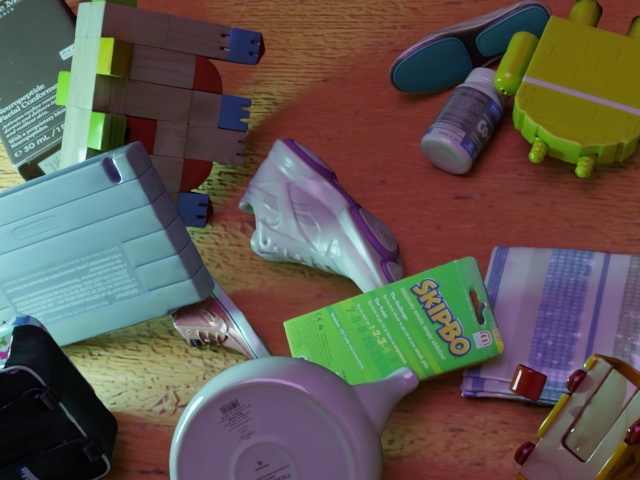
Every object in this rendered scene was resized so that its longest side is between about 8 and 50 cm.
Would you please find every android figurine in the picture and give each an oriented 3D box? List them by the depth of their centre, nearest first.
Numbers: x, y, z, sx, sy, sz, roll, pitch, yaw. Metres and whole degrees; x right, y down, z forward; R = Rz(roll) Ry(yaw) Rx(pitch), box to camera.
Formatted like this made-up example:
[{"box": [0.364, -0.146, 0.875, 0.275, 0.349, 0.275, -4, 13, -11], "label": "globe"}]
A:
[{"box": [0.355, -0.200, 1.504, 0.248, 0.056, 0.273, 18, 62, 13], "label": "android figurine"}]

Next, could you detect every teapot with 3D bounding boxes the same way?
[{"box": [-0.044, 0.245, 1.305, 0.256, 0.187, 0.253, 15, 97, 9], "label": "teapot"}]

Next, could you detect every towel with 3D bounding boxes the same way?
[{"box": [0.318, 0.107, 1.346, 0.285, 0.034, 0.209, 4, 62, 23], "label": "towel"}]

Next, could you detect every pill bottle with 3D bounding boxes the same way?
[{"box": [0.201, -0.165, 1.557, 0.078, 0.078, 0.137, 21, 67, 31], "label": "pill bottle"}]

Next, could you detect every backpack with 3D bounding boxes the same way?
[{"box": [-0.408, 0.231, 1.427, 0.253, 0.225, 0.191, -29, 29, 6], "label": "backpack"}]

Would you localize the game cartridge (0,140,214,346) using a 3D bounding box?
[{"box": [-0.336, 0.024, 1.516, 0.355, 0.230, 0.068, -16, 25, 24], "label": "game cartridge"}]

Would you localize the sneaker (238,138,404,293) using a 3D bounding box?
[{"box": [0.000, 0.000, 1.522, 0.152, 0.114, 0.305, -48, 52, 10], "label": "sneaker"}]

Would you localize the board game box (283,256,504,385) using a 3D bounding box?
[{"box": [0.088, 0.117, 1.377, 0.259, 0.039, 0.124, -22, 74, 22], "label": "board game box"}]

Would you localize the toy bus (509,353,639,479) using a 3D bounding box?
[{"box": [0.295, 0.224, 1.232, 0.202, 0.104, 0.191, -14, 72, 36], "label": "toy bus"}]

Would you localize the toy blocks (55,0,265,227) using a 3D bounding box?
[{"box": [-0.219, -0.169, 1.611, 0.190, 0.261, 0.381, 16, 99, 57], "label": "toy blocks"}]

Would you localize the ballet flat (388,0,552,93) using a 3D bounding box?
[{"box": [0.213, -0.283, 1.646, 0.248, 0.086, 0.086, -20, 52, 5], "label": "ballet flat"}]

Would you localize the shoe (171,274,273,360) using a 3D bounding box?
[{"box": [-0.133, 0.123, 1.498, 0.081, 0.063, 0.178, -38, 47, -6], "label": "shoe"}]

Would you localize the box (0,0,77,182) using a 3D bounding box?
[{"box": [-0.429, -0.239, 1.816, 0.191, 0.143, 0.381, -33, 50, -3], "label": "box"}]
